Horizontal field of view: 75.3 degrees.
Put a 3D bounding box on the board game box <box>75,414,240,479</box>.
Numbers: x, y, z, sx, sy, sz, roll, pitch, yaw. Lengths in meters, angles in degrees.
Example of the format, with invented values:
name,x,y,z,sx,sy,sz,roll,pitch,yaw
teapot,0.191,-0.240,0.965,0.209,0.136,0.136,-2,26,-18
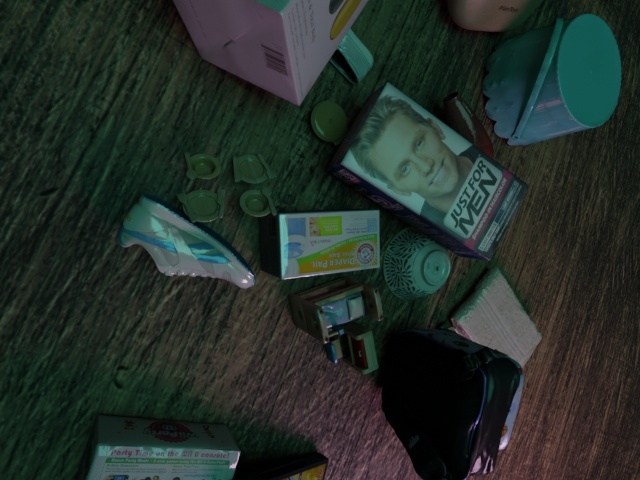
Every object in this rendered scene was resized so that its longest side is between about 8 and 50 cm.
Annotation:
name,x,y,z,sx,sy,sz,roll,pitch,yaw
board game box,-0.287,0.455,0.664,0.224,0.097,0.303,20,87,-29

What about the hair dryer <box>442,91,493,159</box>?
name,x,y,z,sx,sy,sz,roll,pitch,yaw
hair dryer,0.303,-0.172,0.902,0.224,0.080,0.293,-7,96,-43

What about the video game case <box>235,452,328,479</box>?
name,x,y,z,sx,sy,sz,roll,pitch,yaw
video game case,-0.102,0.550,0.753,0.248,0.035,0.274,18,86,-51

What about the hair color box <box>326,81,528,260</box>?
name,x,y,z,sx,sy,sz,roll,pitch,yaw
hair color box,0.206,-0.119,0.796,0.347,0.105,0.173,30,85,-13

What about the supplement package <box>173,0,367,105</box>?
name,x,y,z,sx,sy,sz,roll,pitch,yaw
supplement package,-0.056,-0.391,0.605,0.198,0.199,0.262,29,79,10

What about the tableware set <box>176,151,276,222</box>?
name,x,y,z,sx,sy,sz,roll,pitch,yaw
tableware set,-0.151,-0.092,0.687,0.169,0.020,0.141,-4,60,-21

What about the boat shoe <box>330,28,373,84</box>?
name,x,y,z,sx,sy,sz,roll,pitch,yaw
boat shoe,0.019,-0.365,0.769,0.184,0.066,0.063,36,77,-36

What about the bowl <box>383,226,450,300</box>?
name,x,y,z,sx,sy,sz,roll,pitch,yaw
bowl,0.228,0.055,0.904,0.170,0.080,0.170,-2,95,-28

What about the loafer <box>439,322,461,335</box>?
name,x,y,z,sx,sy,sz,roll,pitch,yaw
loafer,0.328,0.259,0.992,0.056,0.050,0.148,-38,111,-19

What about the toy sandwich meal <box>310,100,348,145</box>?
name,x,y,z,sx,sy,sz,roll,pitch,yaw
toy sandwich meal,0.016,-0.226,0.796,0.086,0.029,0.085,-1,93,-25

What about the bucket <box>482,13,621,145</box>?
name,x,y,z,sx,sy,sz,roll,pitch,yaw
bucket,0.540,-0.370,0.968,0.281,0.183,0.281,-2,94,-28

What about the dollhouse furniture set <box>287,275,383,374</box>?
name,x,y,z,sx,sy,sz,roll,pitch,yaw
dollhouse furniture set,0.039,0.182,0.789,0.129,0.129,0.183,-17,102,-25

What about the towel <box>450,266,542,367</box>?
name,x,y,z,sx,sy,sz,roll,pitch,yaw
towel,0.452,0.223,1.057,0.187,0.049,0.282,-46,112,-18

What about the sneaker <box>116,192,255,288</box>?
name,x,y,z,sx,sy,sz,roll,pitch,yaw
sneaker,-0.210,0.021,0.676,0.229,0.087,0.092,35,89,-21

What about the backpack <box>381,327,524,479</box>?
name,x,y,z,sx,sy,sz,roll,pitch,yaw
backpack,0.253,0.299,0.839,0.213,0.263,0.276,9,98,-35

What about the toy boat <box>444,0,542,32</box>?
name,x,y,z,sx,sy,sz,roll,pitch,yaw
toy boat,0.371,-0.561,0.905,0.231,0.151,0.151,-10,69,-27

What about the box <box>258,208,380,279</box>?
name,x,y,z,sx,sy,sz,roll,pitch,yaw
box,0.000,0.000,0.765,0.203,0.103,0.114,-5,97,-27
